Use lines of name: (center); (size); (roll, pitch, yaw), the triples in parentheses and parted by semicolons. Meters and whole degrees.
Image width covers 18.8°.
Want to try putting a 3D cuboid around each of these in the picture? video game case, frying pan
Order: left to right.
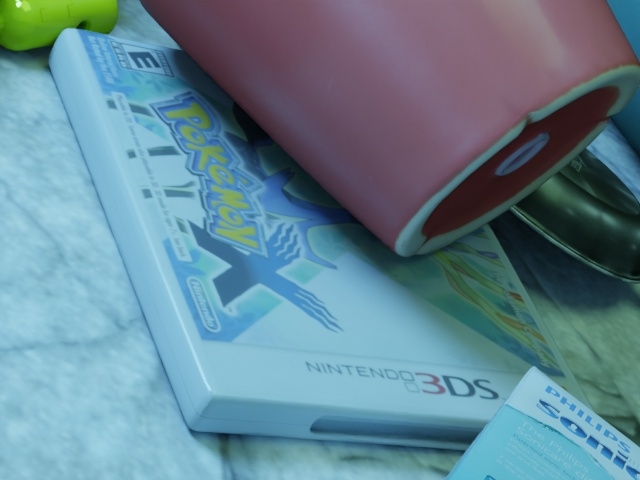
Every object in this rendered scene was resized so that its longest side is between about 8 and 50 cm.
video game case: (0.000, 0.000, 1.252); (0.300, 0.036, 0.329); (8, 40, -34)
frying pan: (0.211, 0.000, 1.395); (0.326, 0.053, 0.197); (45, 19, 23)

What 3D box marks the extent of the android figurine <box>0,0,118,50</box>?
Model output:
android figurine: (-0.247, -0.223, 1.314); (0.248, 0.056, 0.273); (46, 34, 19)

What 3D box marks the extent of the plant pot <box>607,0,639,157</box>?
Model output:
plant pot: (0.337, -0.188, 1.576); (0.293, 0.293, 0.235); (-1, 40, -42)

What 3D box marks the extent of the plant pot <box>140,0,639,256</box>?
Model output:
plant pot: (0.058, -0.141, 1.236); (0.243, 0.275, 0.275); (53, 36, 13)

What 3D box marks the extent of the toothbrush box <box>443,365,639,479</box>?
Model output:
toothbrush box: (0.125, 0.212, 0.958); (0.216, 0.126, 0.295); (37, 24, 6)
